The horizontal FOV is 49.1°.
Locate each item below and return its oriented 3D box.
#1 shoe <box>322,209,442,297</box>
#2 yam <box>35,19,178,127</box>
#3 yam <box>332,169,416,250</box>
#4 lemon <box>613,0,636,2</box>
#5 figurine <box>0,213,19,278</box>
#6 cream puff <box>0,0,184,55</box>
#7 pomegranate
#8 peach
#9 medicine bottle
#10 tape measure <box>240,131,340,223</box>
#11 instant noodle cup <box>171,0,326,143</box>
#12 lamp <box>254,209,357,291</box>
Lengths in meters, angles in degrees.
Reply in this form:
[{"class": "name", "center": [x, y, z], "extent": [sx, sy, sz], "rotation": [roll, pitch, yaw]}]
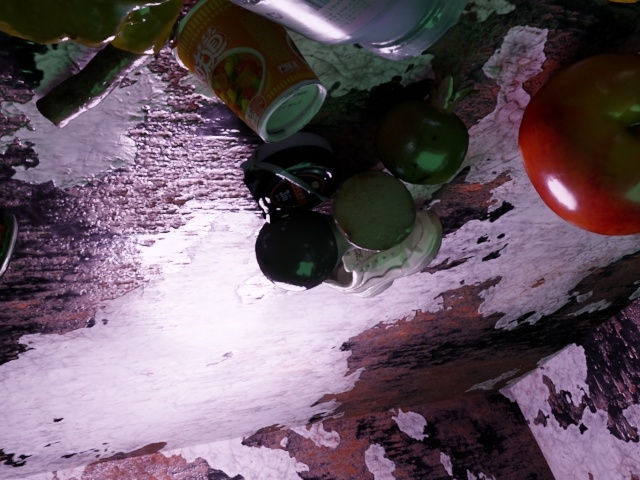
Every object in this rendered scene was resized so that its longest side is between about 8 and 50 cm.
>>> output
[{"class": "shoe", "center": [0.138, 0.037, 1.729], "extent": [0.211, 0.132, 0.342], "rotation": [6, 144, -44]}, {"class": "yam", "center": [-0.312, -0.248, 1.020], "extent": [0.253, 0.061, 0.061], "rotation": [-32, 149, 19]}, {"class": "yam", "center": [0.102, -0.063, 1.405], "extent": [0.161, 0.161, 0.268], "rotation": [-24, -175, 4]}, {"class": "lemon", "center": [0.431, -0.466, 0.941], "extent": [0.293, 0.293, 0.293], "rotation": [-17, 151, -10]}, {"class": "figurine", "center": [-0.609, -0.003, 1.185], "extent": [0.154, 0.132, 0.132], "rotation": [21, 131, -36]}, {"class": "cream puff", "center": [-0.221, -0.372, 0.700], "extent": [0.379, 0.275, 0.378], "rotation": [3, 131, 3]}, {"class": "pomegranate", "center": [0.206, -0.216, 1.325], "extent": [0.182, 0.181, 0.224], "rotation": [4, 119, -39]}, {"class": "peach", "center": [0.594, -0.187, 1.436], "extent": [0.389, 0.388, 0.388], "rotation": [-17, 151, -10]}, {"class": "medicine bottle", "center": [0.033, -0.365, 0.876], "extent": [0.290, 0.244, 0.245], "rotation": [9, 139, -47]}, {"class": "tape measure", "center": [-0.055, -0.128, 1.350], "extent": [0.181, 0.107, 0.182], "rotation": [-19, 152, 1]}, {"class": "instant noodle cup", "center": [-0.093, -0.244, 0.999], "extent": [0.168, 0.185, 0.168], "rotation": [-36, 163, -12]}, {"class": "lamp", "center": [-0.016, -0.011, 1.567], "extent": [0.314, 0.182, 0.182], "rotation": [-41, 171, -45]}]
